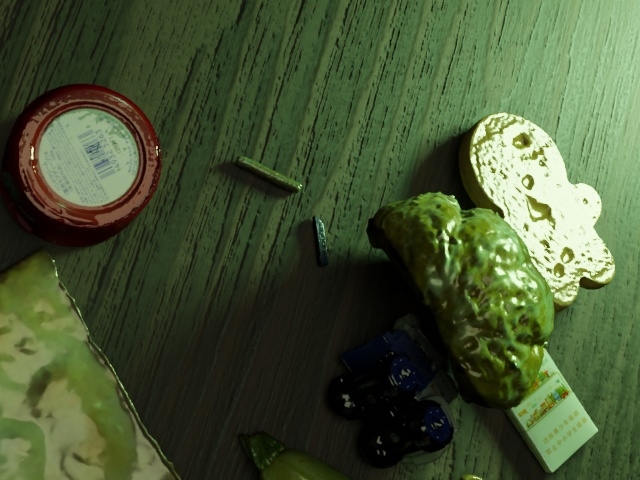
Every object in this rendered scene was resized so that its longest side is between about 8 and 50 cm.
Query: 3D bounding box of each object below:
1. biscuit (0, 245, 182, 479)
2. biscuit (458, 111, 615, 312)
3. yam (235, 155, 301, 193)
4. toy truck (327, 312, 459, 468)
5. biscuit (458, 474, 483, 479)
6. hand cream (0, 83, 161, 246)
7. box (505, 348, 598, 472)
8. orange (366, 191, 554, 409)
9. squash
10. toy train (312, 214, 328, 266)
[{"bbox_3d":[-0.441,0.299,1.530,0.446,0.104,0.429,-37,93,-25],"label":"biscuit"},{"bbox_3d":[0.363,-0.054,1.901,0.275,0.052,0.355,-28,83,-34],"label":"biscuit"},{"bbox_3d":[-0.083,-0.106,1.781,0.116,0.021,0.021,25,72,-16],"label":"yam"},{"bbox_3d":[0.133,0.240,1.743,0.177,0.161,0.213,-36,94,-46],"label":"toy truck"},{"bbox_3d":[0.231,0.474,1.780,0.248,0.035,0.184,-8,82,-21],"label":"biscuit"},{"bbox_3d":[-0.349,-0.108,1.617,0.230,0.149,0.230,5,78,-22],"label":"hand cream"},{"bbox_3d":[0.365,0.267,1.871,0.122,0.032,0.220,-35,94,-22],"label":"box"},{"bbox_3d":[0.237,0.080,1.707,0.210,0.271,0.369,-29,87,10],"label":"orange"},{"bbox_3d":[-0.014,0.395,1.667,0.287,0.137,0.137,32,71,-6],"label":"squash"},{"bbox_3d":[0.000,0.000,1.794,0.017,0.017,0.083,-4,82,-23],"label":"toy train"}]
